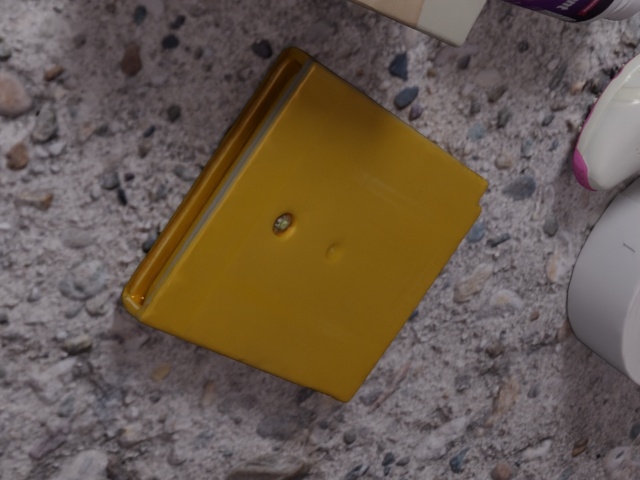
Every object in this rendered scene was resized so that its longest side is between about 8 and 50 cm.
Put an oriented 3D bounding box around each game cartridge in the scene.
[{"bbox_3d":[0.000,0.000,1.261,0.324,0.053,0.285,29,98,-48],"label":"game cartridge"}]

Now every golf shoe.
[{"bbox_3d":[0.410,-0.159,1.416,0.306,0.140,0.115,-45,138,-3],"label":"golf shoe"}]

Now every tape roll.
[{"bbox_3d":[0.444,0.041,1.605,0.286,0.100,0.286,-20,129,-27],"label":"tape roll"}]

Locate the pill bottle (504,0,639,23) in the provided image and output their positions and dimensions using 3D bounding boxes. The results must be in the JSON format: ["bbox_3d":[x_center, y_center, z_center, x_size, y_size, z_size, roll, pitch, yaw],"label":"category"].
[{"bbox_3d":[0.229,-0.265,1.219,0.193,0.108,0.108,6,113,-41],"label":"pill bottle"}]

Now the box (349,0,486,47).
[{"bbox_3d":[0.000,-0.269,1.008,0.311,0.148,0.121,15,109,-42],"label":"box"}]
